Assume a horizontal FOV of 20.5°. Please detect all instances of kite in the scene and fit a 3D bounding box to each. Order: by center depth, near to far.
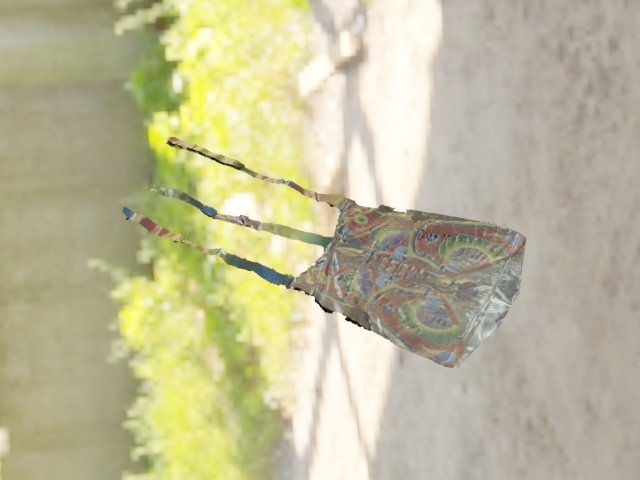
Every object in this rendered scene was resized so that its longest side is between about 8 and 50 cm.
[{"bbox_3d":[0.000,0.000,1.242,0.152,0.285,0.015,-55,-20,-45],"label":"kite"}]
